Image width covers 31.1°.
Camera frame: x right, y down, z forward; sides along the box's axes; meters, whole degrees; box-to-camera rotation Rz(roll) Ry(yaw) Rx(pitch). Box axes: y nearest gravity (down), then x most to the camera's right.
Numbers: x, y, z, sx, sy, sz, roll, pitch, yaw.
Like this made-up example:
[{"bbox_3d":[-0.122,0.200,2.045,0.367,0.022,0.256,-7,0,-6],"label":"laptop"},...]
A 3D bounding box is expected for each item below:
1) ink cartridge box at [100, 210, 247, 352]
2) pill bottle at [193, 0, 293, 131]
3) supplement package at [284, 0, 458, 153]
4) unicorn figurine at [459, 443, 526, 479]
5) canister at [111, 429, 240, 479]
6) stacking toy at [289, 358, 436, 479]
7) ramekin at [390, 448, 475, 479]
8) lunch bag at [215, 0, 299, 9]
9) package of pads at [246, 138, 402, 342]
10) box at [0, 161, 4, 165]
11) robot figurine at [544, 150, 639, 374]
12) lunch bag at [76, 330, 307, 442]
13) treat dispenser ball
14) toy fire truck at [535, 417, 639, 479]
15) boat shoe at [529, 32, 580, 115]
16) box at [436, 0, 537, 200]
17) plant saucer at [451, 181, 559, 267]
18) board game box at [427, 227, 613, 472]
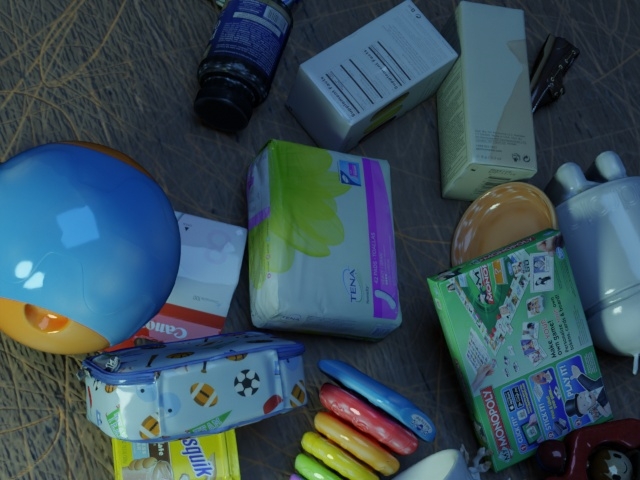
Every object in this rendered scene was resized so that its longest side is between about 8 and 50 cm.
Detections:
[{"bbox_3d":[-0.224,0.070,1.744,0.189,0.066,0.232,14,61,-9],"label":"ink cartridge box"},{"bbox_3d":[-0.129,-0.293,1.882,0.122,0.123,0.219,21,64,-6],"label":"pill bottle"},{"bbox_3d":[0.083,-0.266,1.917,0.244,0.139,0.134,-35,79,-23],"label":"supplement package"},{"bbox_3d":[0.254,0.387,1.724,0.060,0.111,0.162,1,39,-48],"label":"unicorn figurine"},{"bbox_3d":[-0.207,0.309,1.637,0.169,0.073,0.126,-4,69,-14],"label":"canister"},{"bbox_3d":[0.014,0.338,1.648,0.165,0.175,0.302,27,78,39],"label":"stacking toy"},{"bbox_3d":[0.121,0.422,1.570,0.277,0.277,0.135,-38,90,-25],"label":"ramekin"},{"bbox_3d":[-0.098,-0.486,1.989,0.176,0.090,0.219,24,64,-3],"label":"lunch bag"},{"bbox_3d":[0.000,0.000,1.782,0.229,0.101,0.297,8,64,-27],"label":"package of pads"},{"bbox_3d":[-0.438,0.014,1.709,0.183,0.056,0.231,18,65,-7],"label":"box"},{"bbox_3d":[0.484,0.037,1.860,0.299,0.200,0.354,-19,73,-8],"label":"robot figurine"},{"bbox_3d":[-0.184,0.195,1.603,0.303,0.243,0.115,-5,95,-22],"label":"lunch bag"},{"bbox_3d":[-0.333,0.010,1.548,0.288,0.288,0.288,5,67,-12],"label":"treat dispenser ball"},{"bbox_3d":[0.433,0.404,1.708,0.253,0.169,0.302,18,66,-7],"label":"toy fire truck"},{"bbox_3d":[0.403,-0.281,2.043,0.073,0.073,0.207,29,64,1],"label":"boat shoe"},{"bbox_3d":[0.275,-0.233,1.951,0.121,0.148,0.311,5,68,-13],"label":"box"},{"bbox_3d":[0.300,0.003,1.849,0.037,0.200,0.200,28,57,-41],"label":"plant saucer"},{"bbox_3d":[0.307,0.166,1.748,0.213,0.046,0.317,-21,104,-12],"label":"board game box"}]
